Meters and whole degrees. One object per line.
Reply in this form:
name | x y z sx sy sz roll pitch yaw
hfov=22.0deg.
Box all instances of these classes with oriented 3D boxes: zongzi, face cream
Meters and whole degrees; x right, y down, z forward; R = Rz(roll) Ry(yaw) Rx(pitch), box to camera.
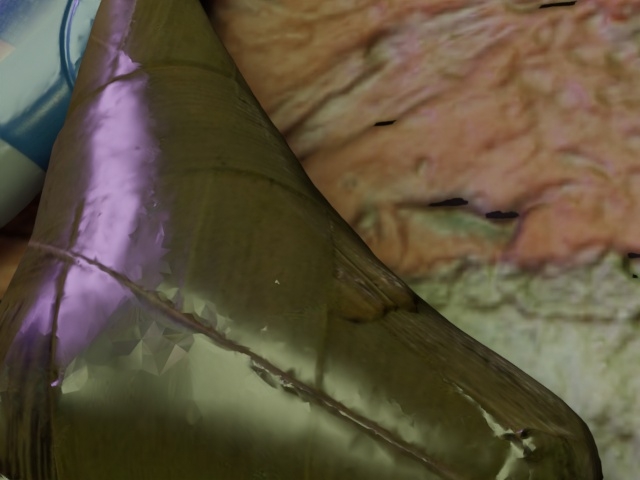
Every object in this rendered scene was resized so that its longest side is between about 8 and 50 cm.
zongzi | 0.000 0.000 0.720 0.274 0.145 0.300 9 76 16
face cream | -0.153 -0.107 0.844 0.149 0.083 0.264 25 78 34
